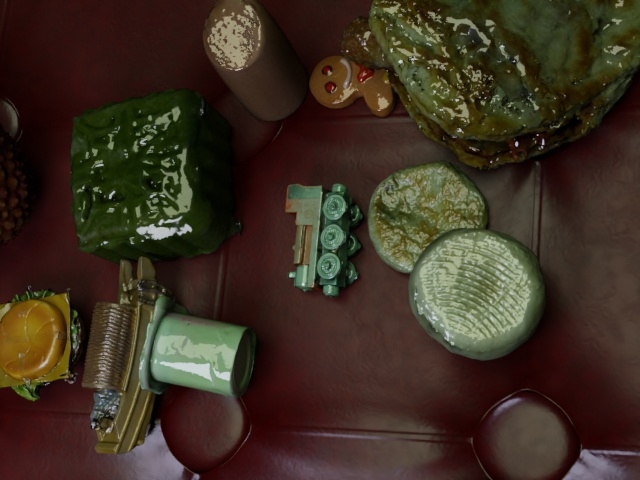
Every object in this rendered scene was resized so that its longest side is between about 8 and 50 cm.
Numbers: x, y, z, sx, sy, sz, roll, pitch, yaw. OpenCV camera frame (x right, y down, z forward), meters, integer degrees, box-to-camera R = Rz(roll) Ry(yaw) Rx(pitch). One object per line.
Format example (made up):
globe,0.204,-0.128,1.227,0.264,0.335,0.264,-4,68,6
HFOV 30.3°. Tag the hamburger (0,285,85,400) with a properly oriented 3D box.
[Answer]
hamburger,-0.455,0.168,1.925,0.164,0.093,0.190,2,74,22

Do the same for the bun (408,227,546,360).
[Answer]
bun,0.223,0.076,1.693,0.195,0.118,0.195,-1,83,7

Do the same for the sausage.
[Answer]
sausage,-0.103,-0.284,1.847,0.123,0.253,0.123,-4,74,13

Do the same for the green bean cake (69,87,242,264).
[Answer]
green bean cake,-0.271,-0.099,1.905,0.247,0.156,0.250,-9,72,19

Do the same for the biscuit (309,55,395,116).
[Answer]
biscuit,0.098,-0.281,1.892,0.250,0.036,0.165,-16,69,15

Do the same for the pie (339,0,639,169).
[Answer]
pie,0.283,-0.325,1.754,0.418,0.180,0.395,-40,71,-9

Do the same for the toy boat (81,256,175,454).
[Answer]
toy boat,-0.311,0.179,1.852,0.089,0.115,0.310,-2,73,49

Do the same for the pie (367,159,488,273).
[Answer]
pie,0.162,-0.033,1.793,0.187,0.041,0.187,-6,72,18

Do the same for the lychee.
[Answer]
lychee,-0.627,-0.097,1.974,0.304,0.276,0.276,30,86,3

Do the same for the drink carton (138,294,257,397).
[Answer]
drink carton,-0.181,0.176,1.806,0.142,0.146,0.144,12,79,14

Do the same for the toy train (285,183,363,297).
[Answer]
toy train,0.000,0.000,1.829,0.118,0.074,0.176,0,79,30
